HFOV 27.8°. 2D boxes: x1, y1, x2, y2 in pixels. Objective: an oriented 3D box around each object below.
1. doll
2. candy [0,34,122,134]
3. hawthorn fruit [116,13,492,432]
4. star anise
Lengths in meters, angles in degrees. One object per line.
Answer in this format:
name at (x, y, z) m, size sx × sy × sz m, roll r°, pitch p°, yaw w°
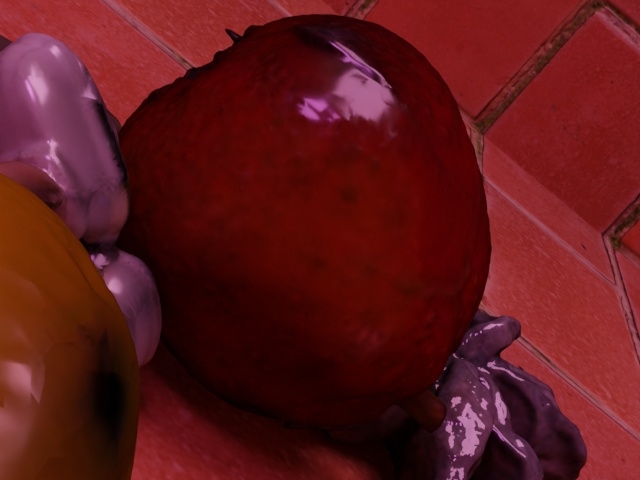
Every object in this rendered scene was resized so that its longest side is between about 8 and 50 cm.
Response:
doll at (-0.168, 0.029, 0.618) m, size 0.423 × 0.161 × 0.348 m, roll 30°, pitch 41°, yaw -74°
candy at (-0.259, -0.101, 0.902) m, size 0.234 × 0.104 × 0.102 m, roll 31°, pitch 15°, yaw -30°
hawthorn fruit at (0.000, 0.000, 0.893) m, size 0.307 × 0.265 × 0.265 m, roll 54°, pitch 15°, yaw -12°
star anise at (0.074, 0.101, 1.054) m, size 0.359 × 0.139 × 0.316 m, roll 26°, pitch 21°, yaw -13°
